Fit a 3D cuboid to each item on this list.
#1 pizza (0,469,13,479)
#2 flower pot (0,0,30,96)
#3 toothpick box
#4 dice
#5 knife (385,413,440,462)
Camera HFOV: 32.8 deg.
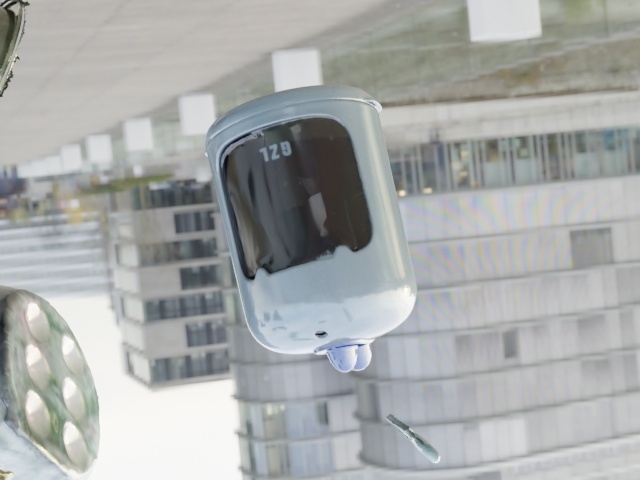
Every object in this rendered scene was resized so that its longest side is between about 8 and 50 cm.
[{"bbox_3d":[-0.487,0.330,1.238,0.288,0.279,0.075,-9,163,-33],"label":"pizza"},{"bbox_3d":[-0.612,-0.294,1.624,0.259,0.290,0.290,26,165,-30],"label":"flower pot"},{"bbox_3d":[0.000,0.000,1.437,0.263,0.354,0.263,-12,168,-3],"label":"toothpick box"},{"bbox_3d":[-0.584,0.291,1.837,0.348,0.327,0.330,-23,139,12],"label":"dice"},{"bbox_3d":[0.103,0.217,1.202,0.028,0.015,0.210,36,176,-6],"label":"knife"}]
